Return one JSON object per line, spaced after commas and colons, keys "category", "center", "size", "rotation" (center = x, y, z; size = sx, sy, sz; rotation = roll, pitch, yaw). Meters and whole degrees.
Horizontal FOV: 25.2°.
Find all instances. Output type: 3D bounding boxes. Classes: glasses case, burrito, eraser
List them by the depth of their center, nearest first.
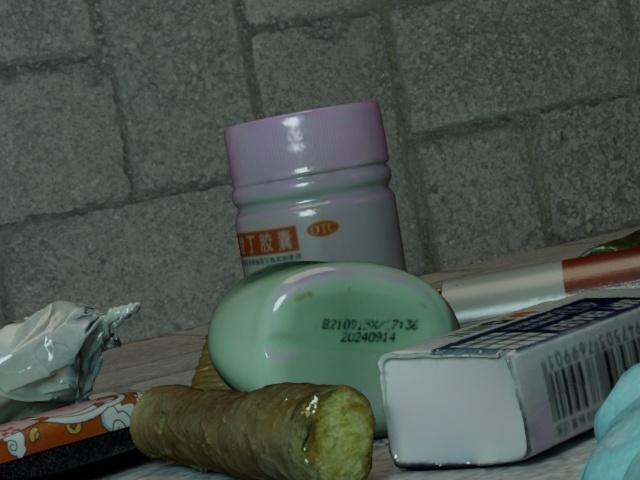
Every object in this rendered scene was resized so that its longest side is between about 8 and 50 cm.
{"category": "eraser", "center": [0.180, 0.097, 1.088], "size": [0.130, 0.086, 0.287], "rotation": [-8, 3, 43]}
{"category": "glasses case", "center": [-0.233, 0.184, 1.285], "size": [0.266, 0.067, 0.103], "rotation": [-12, -4, -42]}
{"category": "burrito", "center": [-0.366, 0.166, 1.344], "size": [0.445, 0.101, 0.139], "rotation": [-25, -23, -7]}

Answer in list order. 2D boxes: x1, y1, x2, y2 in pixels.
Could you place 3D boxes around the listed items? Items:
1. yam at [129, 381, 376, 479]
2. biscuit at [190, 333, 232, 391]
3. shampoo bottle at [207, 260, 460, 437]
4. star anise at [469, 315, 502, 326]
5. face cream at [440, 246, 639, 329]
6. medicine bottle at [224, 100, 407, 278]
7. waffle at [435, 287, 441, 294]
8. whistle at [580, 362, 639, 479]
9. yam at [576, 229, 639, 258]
{"category": "yam", "center": [-0.065, 0.149, 1.130], "size": [0.081, 0.081, 0.356], "rotation": [-12, 2, -29]}
{"category": "biscuit", "center": [-0.018, 0.127, 1.573], "size": [0.254, 0.029, 0.172], "rotation": [-12, 26, 14]}
{"category": "shampoo bottle", "center": [-0.003, 0.093, 1.339], "size": [0.222, 0.151, 0.349], "rotation": [1, 0, -12]}
{"category": "star anise", "center": [0.150, 0.113, 1.408], "size": [0.129, 0.056, 0.124], "rotation": [-23, 16, 22]}
{"category": "face cream", "center": [0.241, 0.071, 1.506], "size": [0.214, 0.096, 0.096], "rotation": [-11, 1, 14]}
{"category": "medicine bottle", "center": [0.000, 0.000, 1.756], "size": [0.202, 0.316, 0.202], "rotation": [-9, 1, 0]}
{"category": "waffle", "center": [0.155, 0.093, 1.930], "size": [0.237, 0.059, 0.243], "rotation": [-5, -5, -32]}
{"category": "whistle", "center": [0.164, 0.109, 0.603], "size": [0.186, 0.093, 0.274], "rotation": [-38, -1, 10]}
{"category": "yam", "center": [0.362, 0.040, 1.666], "size": [0.106, 0.106, 0.259], "rotation": [-11, 2, 25]}
